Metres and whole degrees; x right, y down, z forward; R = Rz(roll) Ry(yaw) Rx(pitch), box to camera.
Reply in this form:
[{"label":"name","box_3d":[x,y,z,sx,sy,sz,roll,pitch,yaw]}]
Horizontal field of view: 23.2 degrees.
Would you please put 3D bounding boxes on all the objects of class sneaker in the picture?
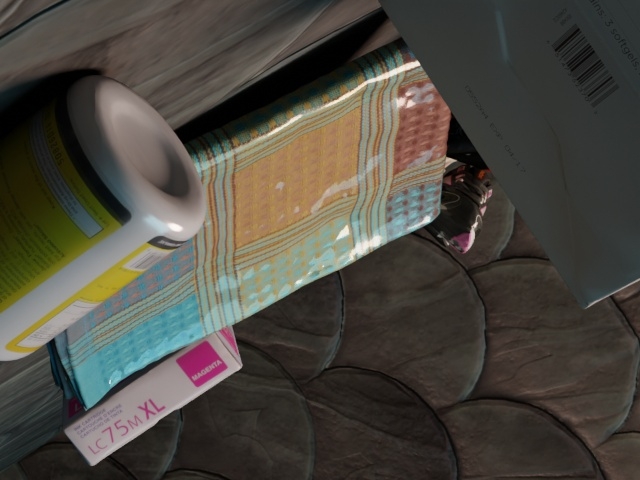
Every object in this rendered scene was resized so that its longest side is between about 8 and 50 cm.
[{"label":"sneaker","box_3d":[0.129,-0.041,1.488,0.077,0.072,0.178,-47,-173,0]}]

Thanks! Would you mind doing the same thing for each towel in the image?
[{"label":"towel","box_3d":[-0.054,-0.013,1.231,0.370,0.040,0.271,-27,154,-15]}]

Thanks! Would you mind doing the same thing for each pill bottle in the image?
[{"label":"pill bottle","box_3d":[-0.160,0.001,0.842,0.184,0.103,0.103,-34,176,17]}]

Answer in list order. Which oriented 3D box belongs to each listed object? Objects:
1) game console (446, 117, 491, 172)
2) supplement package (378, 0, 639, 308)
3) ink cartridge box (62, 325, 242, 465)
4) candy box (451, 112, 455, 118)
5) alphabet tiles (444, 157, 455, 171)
[{"label":"game console","box_3d":[0.329,-0.098,1.438,0.386,0.060,0.342,-2,175,22]},{"label":"supplement package","box_3d":[0.187,-0.121,0.990,0.145,0.262,0.204,-32,176,-21]},{"label":"ink cartridge box","box_3d":[-0.188,0.105,1.677,0.186,0.065,0.311,-33,-161,4]},{"label":"candy box","box_3d":[-0.016,-0.050,1.516,0.316,0.087,0.183,-35,174,28]},{"label":"alphabet tiles","box_3d":[0.000,0.000,1.473,0.284,0.021,0.278,-38,172,32]}]
